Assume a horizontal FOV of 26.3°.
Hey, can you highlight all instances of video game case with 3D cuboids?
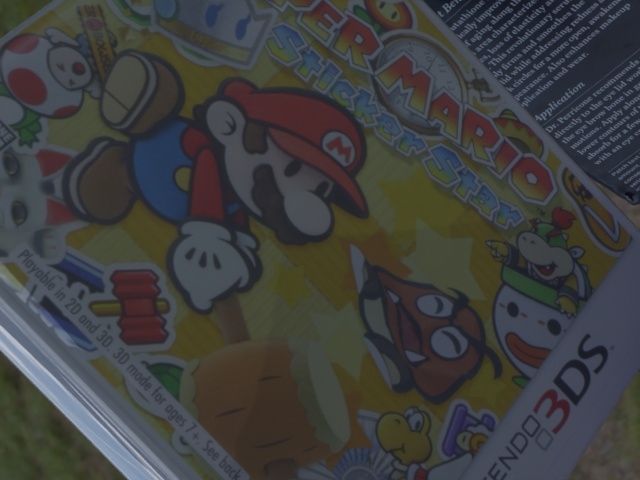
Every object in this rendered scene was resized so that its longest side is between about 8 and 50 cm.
[{"bbox_3d":[0.000,0.000,0.449,0.227,0.206,0.026,46,144,-3],"label":"video game case"}]

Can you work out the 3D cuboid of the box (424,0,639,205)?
[{"bbox_3d":[0.118,-0.140,0.683,0.108,0.207,0.153,-41,33,35],"label":"box"}]
